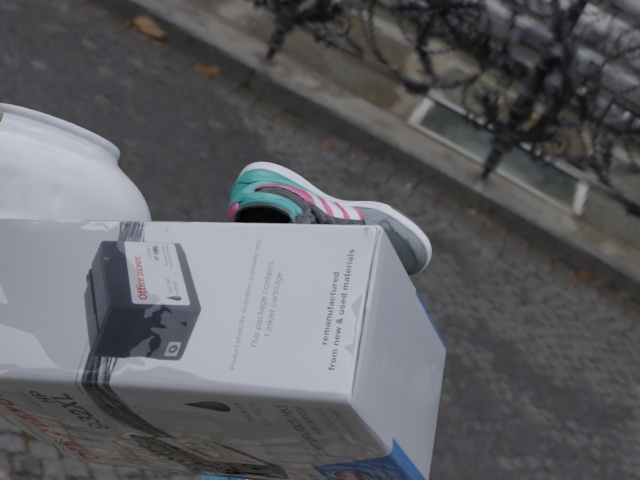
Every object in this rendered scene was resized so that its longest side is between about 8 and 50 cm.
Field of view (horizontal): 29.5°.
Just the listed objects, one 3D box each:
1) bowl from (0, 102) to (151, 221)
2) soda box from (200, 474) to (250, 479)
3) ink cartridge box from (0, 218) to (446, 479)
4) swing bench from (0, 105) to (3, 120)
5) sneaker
[{"bbox_3d":[-0.291,-0.052,1.235,0.297,0.134,0.298,18,-9,3],"label":"bowl"},{"bbox_3d":[-0.084,0.282,1.318,0.067,0.071,0.210,42,37,-54],"label":"soda box"},{"bbox_3d":[-0.084,0.087,0.890,0.307,0.129,0.223,2,-25,19],"label":"ink cartridge box"},{"bbox_3d":[-0.372,-0.171,0.770,0.253,0.165,0.255,56,2,21],"label":"swing bench"},{"bbox_3d":[0.000,0.000,1.650,0.295,0.124,0.178,21,32,5],"label":"sneaker"}]
